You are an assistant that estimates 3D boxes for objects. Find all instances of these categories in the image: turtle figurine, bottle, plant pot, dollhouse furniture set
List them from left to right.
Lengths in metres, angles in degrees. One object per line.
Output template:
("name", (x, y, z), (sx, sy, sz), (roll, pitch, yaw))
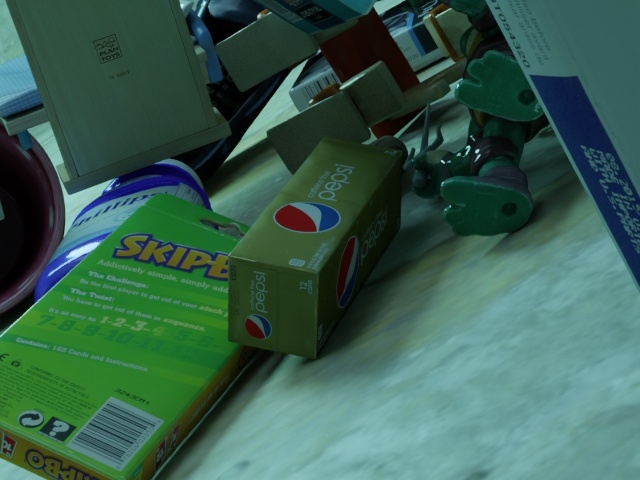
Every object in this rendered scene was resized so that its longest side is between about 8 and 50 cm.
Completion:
("plant pot", (-0.338, -0.014, 1.648), (0.201, 0.201, 0.180), (-33, -1, -10))
("dollhouse furniture set", (-0.242, -0.175, 1.446), (0.286, 0.198, 0.303), (-21, 23, -9))
("bottle", (-0.134, 0.005, 1.327), (0.118, 0.092, 0.283), (-22, 16, 10))
("dollhouse furniture set", (0.003, -0.203, 1.415), (0.135, 0.259, 0.262), (-24, 11, 42))
("turtle figurine", (0.101, -0.102, 1.133), (0.118, 0.175, 0.234), (-12, 24, 3))

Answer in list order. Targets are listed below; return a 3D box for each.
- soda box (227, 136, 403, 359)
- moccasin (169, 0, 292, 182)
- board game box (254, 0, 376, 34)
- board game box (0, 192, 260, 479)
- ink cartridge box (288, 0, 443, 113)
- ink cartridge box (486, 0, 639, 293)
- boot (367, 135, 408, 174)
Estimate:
("soda box", (0.000, 0.000, 1.103), (0.058, 0.061, 0.181), (10, 29, 15))
("moccasin", (-0.057, -0.190, 1.656), (0.342, 0.137, 0.117), (-65, 12, -3))
("board game box", (0.066, -0.300, 1.148), (0.336, 0.079, 0.254), (-58, 9, 0))
("board game box", (-0.109, 0.058, 1.081), (0.124, 0.039, 0.259), (22, 39, 15))
("ink cartridge box", (0.080, -0.200, 1.691), (0.206, 0.045, 0.208), (-27, 14, 17))
("ink cartridge box", (0.217, -0.184, 0.798), (0.330, 0.324, 0.071), (-35, 16, -13))
("boot", (0.016, -0.036, 1.287), (0.118, 0.042, 0.087), (-32, 8, -9))
